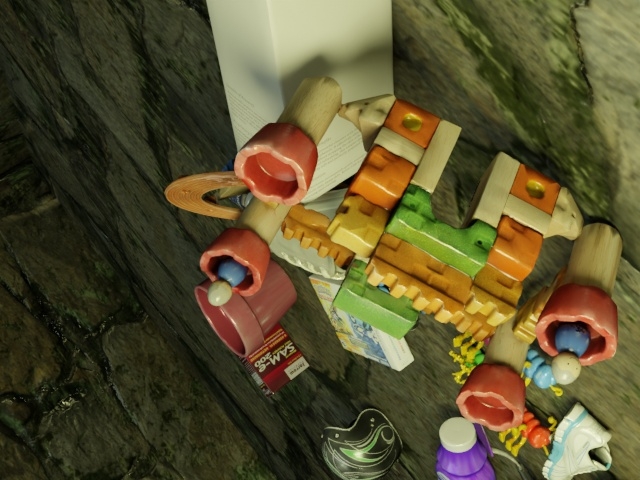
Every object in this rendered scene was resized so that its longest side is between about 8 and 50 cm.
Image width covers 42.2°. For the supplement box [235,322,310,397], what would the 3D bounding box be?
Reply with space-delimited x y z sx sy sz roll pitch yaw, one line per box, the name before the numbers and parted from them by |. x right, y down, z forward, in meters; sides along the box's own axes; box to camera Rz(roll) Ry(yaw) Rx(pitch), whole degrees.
supplement box | -0.152 0.272 2.153 0.239 0.130 0.073 52 157 5

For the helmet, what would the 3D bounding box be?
helmet | 0.089 0.482 1.919 0.169 0.162 0.169 43 155 27

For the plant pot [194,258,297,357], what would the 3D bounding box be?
plant pot | -0.163 0.140 1.925 0.201 0.180 0.201 43 154 26

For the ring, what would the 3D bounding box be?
ring | -0.087 -0.076 1.376 0.337 0.337 0.032 156 117 -67

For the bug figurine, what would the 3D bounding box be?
bug figurine | 0.285 0.206 1.268 0.216 0.072 0.279 46 161 36

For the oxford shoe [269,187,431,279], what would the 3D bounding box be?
oxford shoe | 0.000 0.000 1.341 0.449 0.169 0.129 -8 81 52

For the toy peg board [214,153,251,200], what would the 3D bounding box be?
toy peg board | -0.105 -0.141 1.469 0.161 0.161 0.079 -27 80 68

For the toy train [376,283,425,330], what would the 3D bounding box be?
toy train | 0.117 0.071 1.416 0.105 0.080 0.184 36 155 57

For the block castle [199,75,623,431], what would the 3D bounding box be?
block castle | 0.098 0.039 0.982 0.453 0.212 0.303 28 143 0

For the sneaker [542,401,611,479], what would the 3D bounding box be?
sneaker | 0.388 0.325 1.236 0.083 0.071 0.190 34 150 30

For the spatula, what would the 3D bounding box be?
spatula | 0.324 0.379 1.422 0.296 0.030 0.084 49 -174 -24

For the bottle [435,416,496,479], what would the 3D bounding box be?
bottle | 0.280 0.454 1.592 0.118 0.092 0.282 33 149 44

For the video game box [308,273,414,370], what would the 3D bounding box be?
video game box | 0.078 0.152 1.639 0.205 0.048 0.187 11 129 59

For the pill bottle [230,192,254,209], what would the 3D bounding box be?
pill bottle | -0.138 -0.091 1.703 0.120 0.067 0.067 33 149 43

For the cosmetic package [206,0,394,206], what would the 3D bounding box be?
cosmetic package | -0.018 -0.246 1.085 0.155 0.197 0.365 40 151 35
